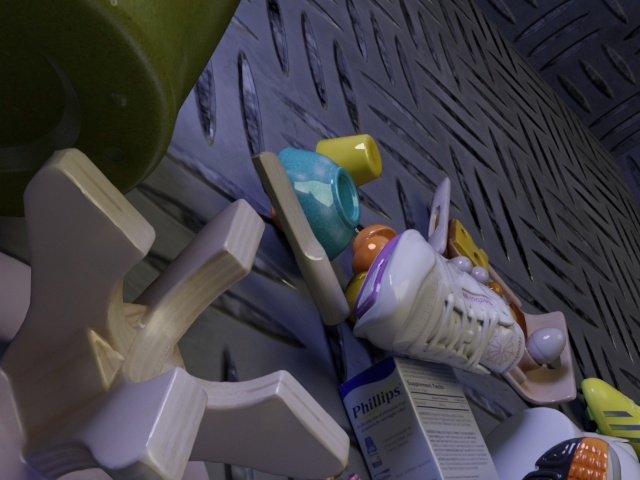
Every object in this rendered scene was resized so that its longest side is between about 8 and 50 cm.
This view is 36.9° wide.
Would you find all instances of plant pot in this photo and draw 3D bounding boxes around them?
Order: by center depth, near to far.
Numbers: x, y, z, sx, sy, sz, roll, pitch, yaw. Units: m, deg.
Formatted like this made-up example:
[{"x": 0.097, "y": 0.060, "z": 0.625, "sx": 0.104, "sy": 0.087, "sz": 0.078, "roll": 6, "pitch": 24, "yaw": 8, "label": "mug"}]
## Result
[{"x": -0.193, "y": -0.218, "z": 0.646, "sx": 0.366, "sy": 0.366, "sz": 0.353, "roll": 36, "pitch": 43, "yaw": -37, "label": "plant pot"}]

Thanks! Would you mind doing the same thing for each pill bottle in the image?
[{"x": 0.304, "y": 0.327, "z": 1.041, "sx": 0.318, "sy": 0.176, "sz": 0.176, "roll": 46, "pitch": 26, "yaw": -22, "label": "pill bottle"}]

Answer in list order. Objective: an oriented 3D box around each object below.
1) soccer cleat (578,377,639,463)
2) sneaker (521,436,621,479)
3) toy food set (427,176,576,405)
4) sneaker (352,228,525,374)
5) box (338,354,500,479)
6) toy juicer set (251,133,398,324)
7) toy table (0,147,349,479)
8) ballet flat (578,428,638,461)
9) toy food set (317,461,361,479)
[{"x": 0.519, "y": 0.306, "z": 1.529, "sx": 0.289, "sy": 0.121, "sz": 0.093, "roll": 47, "pitch": 26, "yaw": -19, "label": "soccer cleat"}, {"x": 0.241, "y": 0.315, "z": 0.901, "sx": 0.121, "sy": 0.099, "sz": 0.263, "roll": 17, "pitch": 86, "yaw": -37, "label": "sneaker"}, {"x": 0.261, "y": 0.068, "z": 1.381, "sx": 0.306, "sy": 0.092, "sz": 0.220, "roll": 48, "pitch": 26, "yaw": -18, "label": "toy food set"}, {"x": 0.131, "y": 0.069, "z": 0.958, "sx": 0.152, "sy": 0.114, "sz": 0.305, "roll": 28, "pitch": 6, "yaw": 21, "label": "sneaker"}, {"x": 0.099, "y": 0.193, "z": 0.952, "sx": 0.126, "sy": 0.072, "sz": 0.137, "roll": 19, "pitch": 45, "yaw": -54, "label": "box"}, {"x": 0.000, "y": 0.000, "z": 1.015, "sx": 0.329, "sy": 0.089, "sz": 0.209, "roll": -27, "pitch": 102, "yaw": -69, "label": "toy juicer set"}, {"x": -0.122, "y": 0.078, "z": 0.582, "sx": 0.274, "sy": 0.161, "sz": 0.252, "roll": 43, "pitch": 28, "yaw": -30, "label": "toy table"}, {"x": 0.396, "y": 0.325, "z": 1.297, "sx": 0.316, "sy": 0.106, "sz": 0.108, "roll": 42, "pitch": 28, "yaw": -28, "label": "ballet flat"}, {"x": 0.020, "y": 0.228, "z": 0.826, "sx": 0.078, "sy": 0.019, "sz": 0.122, "roll": 36, "pitch": 31, "yaw": -37, "label": "toy food set"}]
